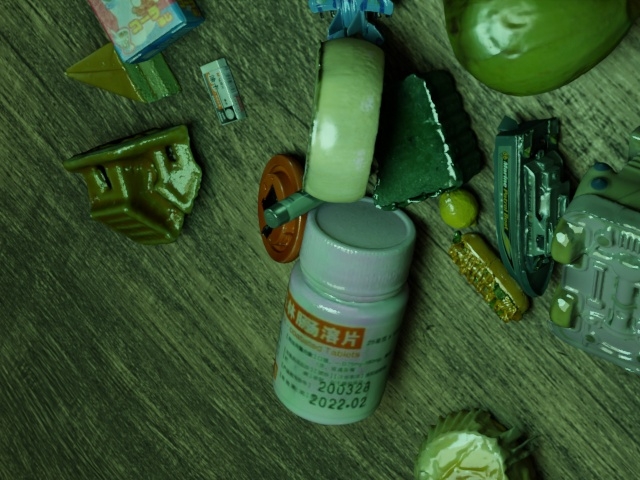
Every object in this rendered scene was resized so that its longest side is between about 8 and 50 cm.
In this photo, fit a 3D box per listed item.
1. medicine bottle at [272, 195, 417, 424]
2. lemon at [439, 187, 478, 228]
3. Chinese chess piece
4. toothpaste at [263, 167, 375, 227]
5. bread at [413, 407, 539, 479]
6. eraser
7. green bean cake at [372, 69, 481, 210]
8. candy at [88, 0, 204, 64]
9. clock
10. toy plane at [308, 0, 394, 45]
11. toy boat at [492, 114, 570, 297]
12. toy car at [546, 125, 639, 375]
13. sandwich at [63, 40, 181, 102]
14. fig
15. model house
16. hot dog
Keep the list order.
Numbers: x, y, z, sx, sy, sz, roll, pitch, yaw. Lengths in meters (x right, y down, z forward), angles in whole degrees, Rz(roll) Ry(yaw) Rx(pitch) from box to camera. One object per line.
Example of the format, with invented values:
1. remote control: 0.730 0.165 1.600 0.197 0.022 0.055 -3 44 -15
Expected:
1. medicine bottle: 0.043 0.128 1.900 0.219 0.219 0.388 29 126 24
2. lemon: 0.235 -0.052 1.768 0.065 0.065 0.092 -11 138 41
3. Chinese chess piece: 0.035 -0.196 1.718 0.112 0.270 0.270 7 120 -1
4. toothpaste: -0.002 -0.084 1.819 0.062 0.239 0.039 24 131 37
5. bread: 0.293 0.497 1.932 0.236 0.183 0.389 -2 104 22
6. eraser: -0.186 -0.285 2.010 0.052 0.029 0.122 -11 103 41
7. green bean cake: 0.153 -0.170 1.747 0.193 0.107 0.208 -14 101 44
8. candy: -0.366 -0.504 1.973 0.157 0.100 0.306 -29 93 24
9. clock: -0.073 -0.059 1.959 0.205 0.051 0.205 4 94 64
10. toy plane: 0.047 -0.444 1.721 0.169 0.078 0.246 9 110 35
11. toy boat: 0.338 -0.045 1.655 0.122 0.114 0.296 13 118 43
12. toy car: 0.483 0.030 1.539 0.242 0.226 0.336 23 150 28
13. sandwich: -0.400 -0.319 2.103 0.187 0.117 0.144 -20 95 41
14. fig: 0.311 -0.327 1.468 0.271 0.239 0.239 -8 107 22
15. model house: -0.354 -0.100 2.135 0.268 0.173 0.239 -7 106 43
16. hot dog: 0.284 0.061 1.789 0.188 0.055 0.072 49 134 7
